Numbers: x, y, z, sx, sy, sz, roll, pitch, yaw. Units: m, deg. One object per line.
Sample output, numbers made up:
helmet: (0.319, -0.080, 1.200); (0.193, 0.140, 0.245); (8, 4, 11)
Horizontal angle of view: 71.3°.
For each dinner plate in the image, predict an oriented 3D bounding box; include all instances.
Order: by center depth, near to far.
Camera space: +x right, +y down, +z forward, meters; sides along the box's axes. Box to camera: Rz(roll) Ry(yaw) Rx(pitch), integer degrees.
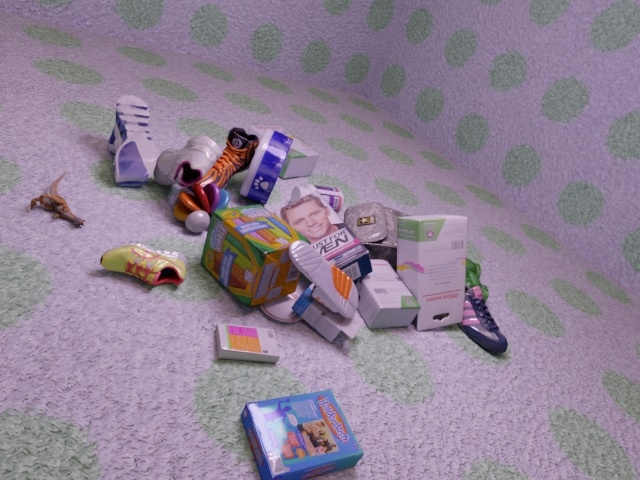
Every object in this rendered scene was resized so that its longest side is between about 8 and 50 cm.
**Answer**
dinner plate: (-0.109, 0.177, 1.232); (0.141, 0.017, 0.141); (18, 30, -11)

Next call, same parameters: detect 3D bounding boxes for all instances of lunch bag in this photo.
lunch bag: (0.215, -0.010, 1.614); (0.287, 0.169, 0.235); (19, 37, -12)

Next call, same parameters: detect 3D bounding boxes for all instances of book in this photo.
book: (-0.174, 0.242, 1.065); (0.144, 0.035, 0.096); (12, 29, -24)

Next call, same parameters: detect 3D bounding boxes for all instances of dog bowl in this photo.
dog bowl: (-0.197, -0.270, 1.627); (0.104, 0.265, 0.265); (23, 30, -9)

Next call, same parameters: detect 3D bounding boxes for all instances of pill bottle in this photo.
pill bottle: (-0.014, -0.162, 1.754); (0.193, 0.108, 0.108); (4, 36, -33)

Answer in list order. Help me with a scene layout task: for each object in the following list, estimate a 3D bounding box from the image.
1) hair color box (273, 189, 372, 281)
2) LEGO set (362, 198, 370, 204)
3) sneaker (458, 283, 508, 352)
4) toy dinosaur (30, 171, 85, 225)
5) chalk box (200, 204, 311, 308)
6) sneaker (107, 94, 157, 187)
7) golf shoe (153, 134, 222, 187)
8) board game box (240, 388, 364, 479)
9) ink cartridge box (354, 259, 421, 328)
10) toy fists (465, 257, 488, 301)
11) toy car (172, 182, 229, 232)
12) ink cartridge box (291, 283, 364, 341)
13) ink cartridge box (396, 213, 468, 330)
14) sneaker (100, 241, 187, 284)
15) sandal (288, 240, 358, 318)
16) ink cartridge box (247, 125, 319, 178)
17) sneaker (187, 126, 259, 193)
hair color box: (0.000, 0.000, 1.420); (0.174, 0.105, 0.347); (-28, 47, -10)
LEGO set: (0.186, -0.087, 1.817); (0.093, 0.087, 0.227); (31, 23, 3)
sneaker: (0.521, 0.232, 1.511); (0.112, 0.131, 0.319); (-5, 42, -43)
toy dinosaur: (-0.709, -0.105, 1.197); (0.211, 0.064, 0.112); (50, 19, 21)
chalk box: (-0.203, 0.019, 1.238); (0.289, 0.180, 0.179); (34, 30, 30)
sneaker: (-0.634, -0.304, 1.496); (0.127, 0.182, 0.315); (3, 66, -32)
golf shoe: (-0.442, -0.223, 1.399); (0.115, 0.306, 0.140); (40, 48, -34)
board game box: (-0.038, 0.395, 0.908); (0.210, 0.047, 0.160); (4, 36, -33)
ink cartridge box: (0.183, 0.163, 1.400); (0.160, 0.092, 0.219); (4, 36, -31)
toy fists: (0.557, 0.136, 1.730); (0.142, 0.096, 0.279); (22, 31, -4)
toy car: (-0.360, -0.116, 1.387); (0.182, 0.136, 0.159); (-6, 42, -43)
ink cartridge box: (0.021, 0.205, 1.228); (0.180, 0.060, 0.104); (40, 31, 7)
ink cartridge box: (0.360, 0.097, 1.454); (0.207, 0.353, 0.119); (-4, 9, -27)
sneaker: (-0.429, 0.066, 1.101); (0.208, 0.081, 0.094); (7, 36, -30)
sandal: (-0.001, 0.103, 1.186); (0.265, 0.076, 0.102); (47, 48, -19)
ink cartridge box: (-0.178, -0.402, 2.002); (0.278, 0.117, 0.201); (39, 32, 23)
sneaker: (-0.329, -0.287, 1.528); (0.125, 0.180, 0.321); (37, 47, 1)
